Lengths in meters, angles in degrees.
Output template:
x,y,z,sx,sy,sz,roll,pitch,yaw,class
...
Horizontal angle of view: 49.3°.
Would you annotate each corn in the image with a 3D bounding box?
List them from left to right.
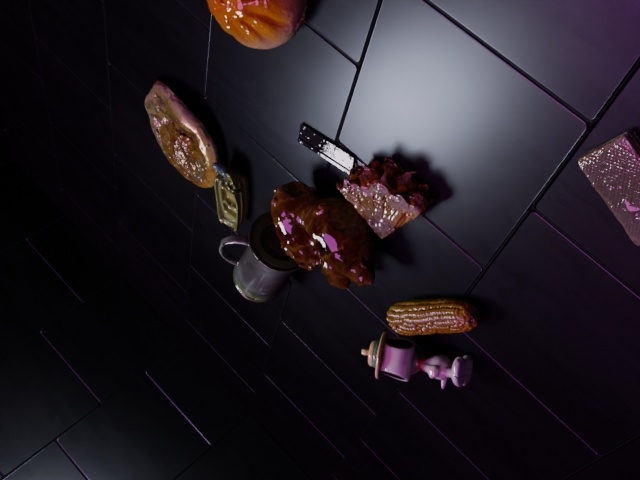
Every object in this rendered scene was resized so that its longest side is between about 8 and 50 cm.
x,y,z,sx,sy,sz,roll,pitch,yaw,class
0.291,0.197,1.834,0.313,0.102,0.102,-17,107,55,corn

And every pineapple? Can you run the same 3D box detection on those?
x,y,z,sx,sy,sz,roll,pitch,yaw,class
0.160,-0.099,1.698,0.236,0.114,0.186,29,142,29,pineapple

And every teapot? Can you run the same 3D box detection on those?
x,y,z,sx,sy,sz,roll,pitch,yaw,class
-0.189,0.059,2.206,0.270,0.200,0.337,17,151,-11,teapot

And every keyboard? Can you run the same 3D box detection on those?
x,y,z,sx,sy,sz,roll,pitch,yaw,class
0.015,-0.241,1.839,0.195,0.018,0.060,36,138,26,keyboard

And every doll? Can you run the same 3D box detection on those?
x,y,z,sx,sy,sz,roll,pitch,yaw,class
0.266,0.329,1.930,0.271,0.208,0.144,5,89,57,doll

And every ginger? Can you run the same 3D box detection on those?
x,y,z,sx,sy,sz,roll,pitch,yaw,class
0.008,0.002,1.921,0.357,0.152,0.274,24,126,27,ginger

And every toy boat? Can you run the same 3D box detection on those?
x,y,z,sx,sy,sz,roll,pitch,yaw,class
-0.289,-0.154,2.273,0.111,0.084,0.276,33,147,25,toy boat

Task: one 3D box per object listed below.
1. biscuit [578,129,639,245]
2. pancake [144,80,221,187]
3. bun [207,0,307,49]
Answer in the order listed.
x,y,z,sx,sy,sz,roll,pitch,yaw,class
0.558,-0.090,1.244,0.199,0.040,0.121,53,151,-2,biscuit
-0.461,-0.340,2.308,0.387,0.082,0.387,38,148,28,pancake
-0.171,-0.575,1.608,0.299,0.164,0.299,34,146,27,bun
